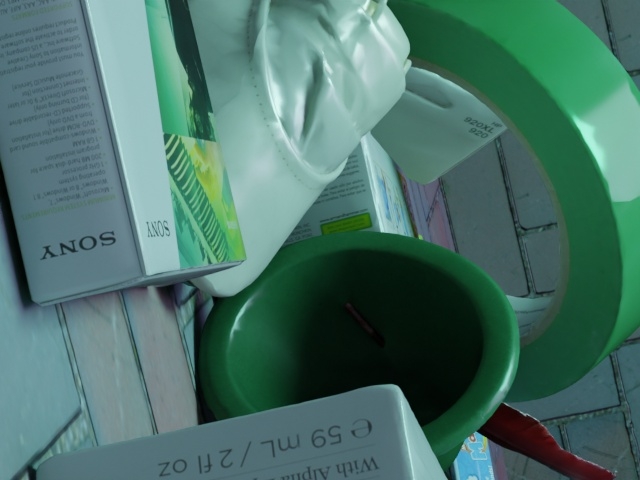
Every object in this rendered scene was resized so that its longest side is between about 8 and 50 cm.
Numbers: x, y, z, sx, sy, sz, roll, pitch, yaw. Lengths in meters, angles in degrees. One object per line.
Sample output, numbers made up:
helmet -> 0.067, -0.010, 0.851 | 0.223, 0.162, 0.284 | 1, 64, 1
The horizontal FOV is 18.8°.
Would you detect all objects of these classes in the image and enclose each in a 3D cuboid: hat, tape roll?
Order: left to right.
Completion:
hat -> 0.043, 0.118, 1.138 | 0.173, 0.208, 0.183 | -56, 152, -32
tape roll -> 0.100, -0.039, 1.389 | 0.077, 0.321, 0.321 | -34, 118, -39

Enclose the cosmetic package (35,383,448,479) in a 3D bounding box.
cosmetic package -> -0.013, 0.179, 0.763 | 0.151, 0.151, 0.183 | 63, 15, -60

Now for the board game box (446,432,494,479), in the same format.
board game box -> 0.064, 0.177, 1.385 | 0.160, 0.039, 0.211 | -46, -138, 46

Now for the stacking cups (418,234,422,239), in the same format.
stacking cups -> 0.024, -0.079, 1.673 | 0.096, 0.096, 0.316 | 39, 37, -77

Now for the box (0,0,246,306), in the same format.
box -> -0.112, -0.135, 0.900 | 0.232, 0.058, 0.322 | -10, 88, -82

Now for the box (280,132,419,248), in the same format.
box -> 0.000, 0.000, 1.267 | 0.203, 0.114, 0.103 | 33, 43, -77

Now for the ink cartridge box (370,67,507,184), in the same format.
ink cartridge box -> 0.073, -0.201, 1.578 | 0.171, 0.168, 0.232 | 22, 53, -27

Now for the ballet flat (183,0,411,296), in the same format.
ballet flat -> 0.000, -0.139, 1.137 | 0.400, 0.139, 0.139 | -75, 155, -44

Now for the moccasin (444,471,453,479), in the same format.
moccasin -> 0.043, 0.226, 1.157 | 0.139, 0.147, 0.380 | 56, 4, -26
